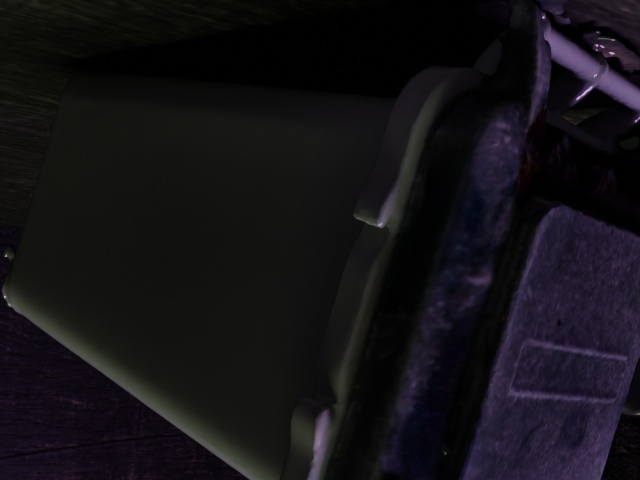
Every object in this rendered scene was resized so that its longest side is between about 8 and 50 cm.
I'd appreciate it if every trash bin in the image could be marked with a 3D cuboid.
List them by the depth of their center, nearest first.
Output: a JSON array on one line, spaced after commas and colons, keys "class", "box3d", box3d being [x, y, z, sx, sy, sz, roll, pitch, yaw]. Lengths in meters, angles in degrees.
[{"class": "trash bin", "box3d": [0.000, 0.000, 0.643, 0.368, 0.295, 0.256, 19, -176, 40]}]

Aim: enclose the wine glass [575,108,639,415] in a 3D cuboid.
[{"class": "wine glass", "box3d": [0.322, 0.052, 0.803, 0.267, 0.267, 0.406, -1, 168, 44]}]
